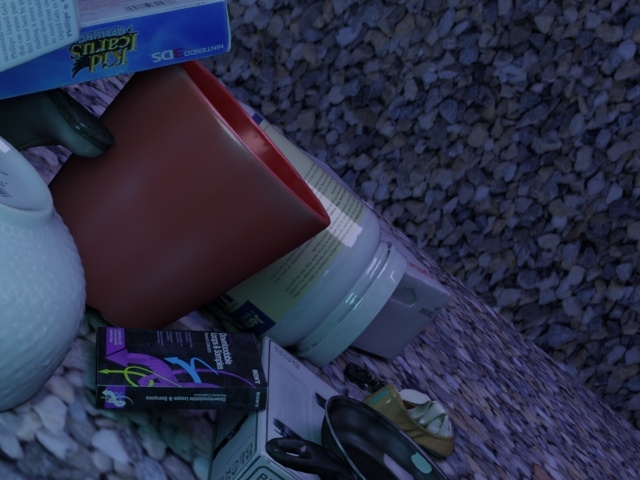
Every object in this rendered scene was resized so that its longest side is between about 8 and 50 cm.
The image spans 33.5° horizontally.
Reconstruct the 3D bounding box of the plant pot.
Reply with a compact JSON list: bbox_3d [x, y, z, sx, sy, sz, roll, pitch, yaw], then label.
[{"bbox_3d":[-0.166,-0.043,1.169,0.275,0.243,0.275,49,6,-7],"label":"plant pot"}]

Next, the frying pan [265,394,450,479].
[{"bbox_3d":[0.055,0.233,0.970,0.197,0.053,0.326,44,13,9],"label":"frying pan"}]

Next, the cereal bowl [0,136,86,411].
[{"bbox_3d":[-0.328,-0.023,0.881,0.339,0.141,0.339,39,10,-9],"label":"cereal bowl"}]

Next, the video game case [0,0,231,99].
[{"bbox_3d":[-0.259,-0.220,1.073,0.244,0.269,0.061,-136,-144,-54],"label":"video game case"}]

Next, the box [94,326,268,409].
[{"bbox_3d":[-0.137,0.124,1.039,0.162,0.029,0.116,4,22,-14],"label":"box"}]

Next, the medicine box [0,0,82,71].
[{"bbox_3d":[-0.380,-0.199,0.794,0.263,0.149,0.289,22,41,36],"label":"medicine box"}]

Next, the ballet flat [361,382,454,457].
[{"bbox_3d":[0.149,0.265,1.565,0.232,0.073,0.080,29,17,-49],"label":"ballet flat"}]

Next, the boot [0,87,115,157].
[{"bbox_3d":[-0.318,-0.092,1.082,0.246,0.161,0.083,32,-7,44],"label":"boot"}]

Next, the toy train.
[{"bbox_3d":[0.097,0.231,1.649,0.158,0.027,0.036,35,2,-28],"label":"toy train"}]

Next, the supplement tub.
[{"bbox_3d":[-0.067,-0.005,1.446,0.325,0.235,0.235,40,11,-7],"label":"supplement tub"}]

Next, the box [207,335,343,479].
[{"bbox_3d":[-0.024,0.227,1.089,0.169,0.087,0.290,39,11,-13],"label":"box"}]

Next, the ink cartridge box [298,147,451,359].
[{"bbox_3d":[0.000,0.000,1.833,0.395,0.166,0.285,48,13,33],"label":"ink cartridge box"}]
